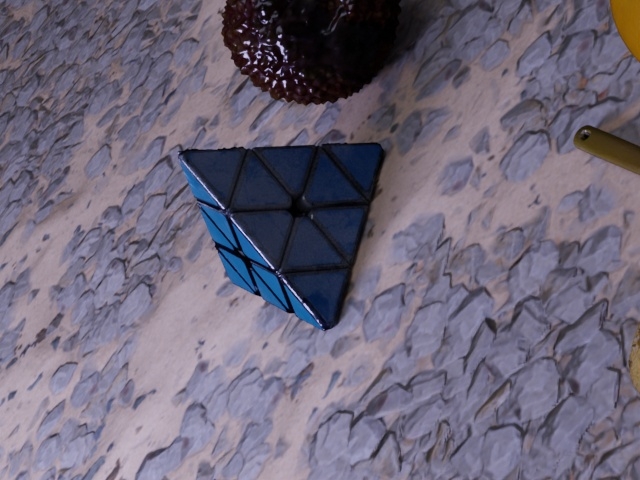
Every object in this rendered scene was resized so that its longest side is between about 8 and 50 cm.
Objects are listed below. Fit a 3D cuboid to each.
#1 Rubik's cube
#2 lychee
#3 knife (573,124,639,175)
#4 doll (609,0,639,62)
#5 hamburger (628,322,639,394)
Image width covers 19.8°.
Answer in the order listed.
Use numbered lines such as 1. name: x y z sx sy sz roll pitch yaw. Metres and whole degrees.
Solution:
1. Rubik's cube: 0.000 0.000 1.699 0.190 0.211 0.178 -28 55 -1
2. lychee: -0.012 -0.223 1.836 0.188 0.188 0.188 -36 34 29
3. knife: 0.269 -0.061 1.406 0.046 0.022 0.256 -51 29 -3
4. doll: 0.325 -0.179 1.302 0.236 0.213 0.213 45 101 21
5. hamburger: 0.277 0.058 1.211 0.147 0.083 0.138 -9 56 54
